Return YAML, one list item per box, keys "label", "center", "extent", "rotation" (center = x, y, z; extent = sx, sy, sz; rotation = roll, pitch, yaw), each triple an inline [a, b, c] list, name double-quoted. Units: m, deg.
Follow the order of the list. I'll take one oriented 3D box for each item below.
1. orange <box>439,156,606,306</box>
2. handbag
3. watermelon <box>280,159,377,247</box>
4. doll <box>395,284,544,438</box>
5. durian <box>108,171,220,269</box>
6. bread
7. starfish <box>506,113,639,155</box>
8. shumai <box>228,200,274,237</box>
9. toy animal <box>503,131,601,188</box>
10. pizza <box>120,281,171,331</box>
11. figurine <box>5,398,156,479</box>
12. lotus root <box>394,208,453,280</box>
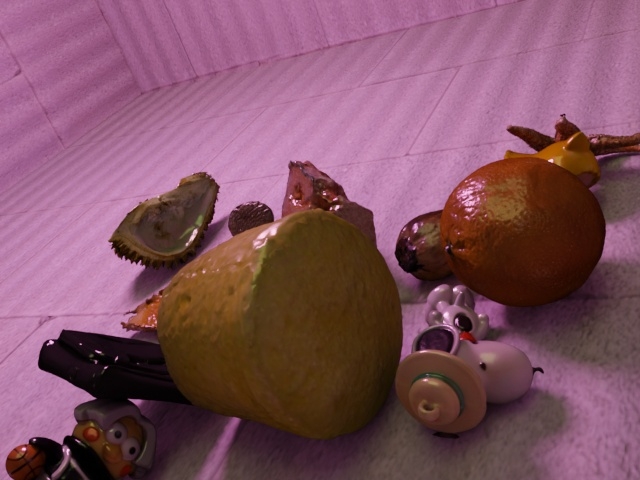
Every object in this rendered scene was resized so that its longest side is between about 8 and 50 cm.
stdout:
- label: "orange"
  center: [0.327, -0.013, 1.161]
  extent: [0.264, 0.264, 0.264]
  rotation: [-17, 27, 9]
- label: "handbag"
  center: [-0.322, 0.227, 1.225]
  extent: [0.244, 0.275, 0.088]
  rotation: [11, 82, 46]
- label: "watermelon"
  center: [0.011, 0.008, 1.438]
  extent: [0.151, 0.302, 0.264]
  rotation: [9, 12, -28]
- label: "doll"
  center: [0.193, 0.174, 1.072]
  extent: [0.207, 0.144, 0.271]
  rotation: [-6, 26, -16]
- label: "durian"
  center: [-0.400, -0.052, 1.839]
  extent: [0.163, 0.198, 0.394]
  rotation: [2, 33, 41]
- label: "bread"
  center: [-0.059, 0.136, 1.117]
  extent: [0.307, 0.348, 0.348]
  rotation: [-12, 26, 45]
- label: "starfish"
  center: [0.527, -0.202, 1.460]
  extent: [0.302, 0.060, 0.299]
  rotation: [7, -2, -36]
- label: "shumai"
  center: [-0.174, -0.056, 1.808]
  extent: [0.123, 0.099, 0.087]
  rotation: [-16, 11, 8]
- label: "toy animal"
  center: [0.438, -0.128, 1.414]
  extent: [0.229, 0.156, 0.156]
  rotation: [-17, 26, 21]
- label: "pizza"
  center: [-0.302, 0.139, 1.554]
  extent: [0.296, 0.071, 0.189]
  rotation: [-29, 40, -7]
- label: "figurine"
  center: [-0.377, 0.349, 1.109]
  extent: [0.236, 0.176, 0.133]
  rotation: [-44, 20, -31]
- label: "lotus root"
  center: [0.241, -0.002, 1.350]
  extent: [0.214, 0.139, 0.138]
  rotation: [-27, 27, -12]
